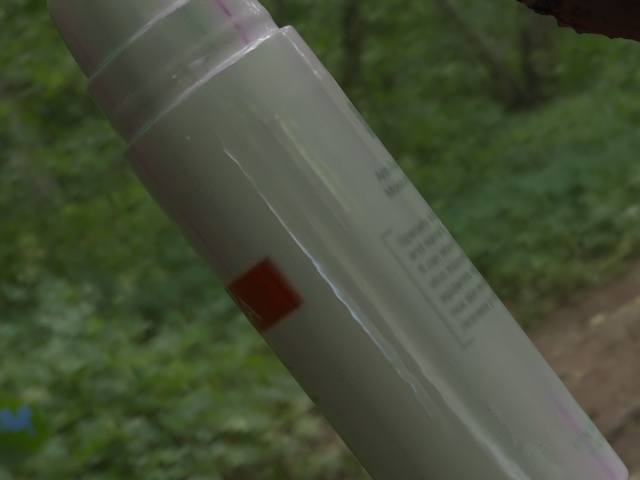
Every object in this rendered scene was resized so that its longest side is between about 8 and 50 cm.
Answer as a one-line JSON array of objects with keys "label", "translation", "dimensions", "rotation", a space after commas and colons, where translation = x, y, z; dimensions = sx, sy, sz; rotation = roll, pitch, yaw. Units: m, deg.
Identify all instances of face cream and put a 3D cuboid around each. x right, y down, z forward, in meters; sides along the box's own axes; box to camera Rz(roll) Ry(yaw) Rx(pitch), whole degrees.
[{"label": "face cream", "translation": [0.000, 0.000, 0.893], "dimensions": [0.102, 0.345, 0.102], "rotation": [-38, 0, 0]}]

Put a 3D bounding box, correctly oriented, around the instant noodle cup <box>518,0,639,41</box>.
[{"label": "instant noodle cup", "translation": [0.165, -0.229, 0.895], "dimensions": [0.274, 0.274, 0.091], "rotation": [-36, 26, 18]}]
